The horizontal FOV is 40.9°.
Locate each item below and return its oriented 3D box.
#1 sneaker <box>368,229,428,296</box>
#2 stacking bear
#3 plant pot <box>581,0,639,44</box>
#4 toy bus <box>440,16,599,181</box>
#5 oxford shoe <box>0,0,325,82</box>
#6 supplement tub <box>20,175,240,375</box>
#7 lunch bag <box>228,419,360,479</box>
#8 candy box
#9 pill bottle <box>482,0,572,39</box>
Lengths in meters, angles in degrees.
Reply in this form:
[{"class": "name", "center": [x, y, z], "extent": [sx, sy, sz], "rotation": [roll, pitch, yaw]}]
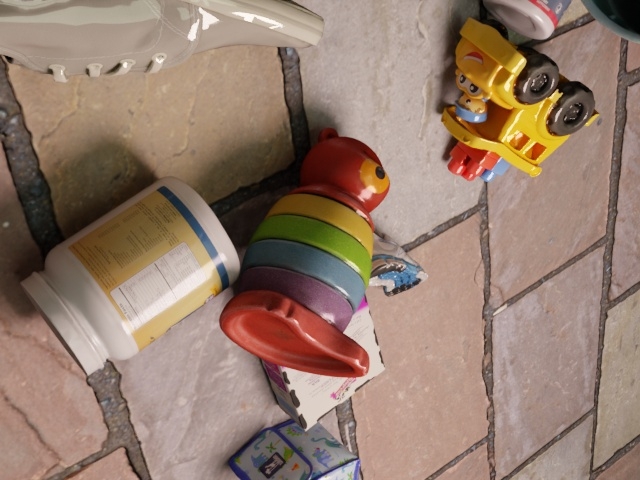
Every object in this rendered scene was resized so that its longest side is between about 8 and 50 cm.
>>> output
[{"class": "sneaker", "center": [0.099, 0.026, 1.242], "extent": [0.071, 0.082, 0.191], "rotation": [-29, 158, 11]}, {"class": "stacking bear", "center": [0.000, 0.000, 1.047], "extent": [0.175, 0.164, 0.288], "rotation": [36, 61, -29]}, {"class": "plant pot", "center": [0.591, -0.391, 1.264], "extent": [0.334, 0.341, 0.341], "rotation": [17, 102, -53]}, {"class": "toy bus", "center": [0.248, -0.179, 1.215], "extent": [0.220, 0.149, 0.211], "rotation": [22, 114, -43]}, {"class": "oxford shoe", "center": [-0.205, -0.208, 0.785], "extent": [0.450, 0.169, 0.130], "rotation": [0, 110, -32]}, {"class": "supplement tub", "center": [-0.204, 0.038, 0.934], "extent": [0.200, 0.144, 0.144], "rotation": [-36, 132, -19]}, {"class": "lunch bag", "center": [-0.039, 0.334, 1.250], "extent": [0.151, 0.129, 0.096], "rotation": [-15, 121, -32]}, {"class": "candy box", "center": [-0.008, 0.132, 1.205], "extent": [0.159, 0.071, 0.233], "rotation": [-33, 130, -22]}, {"class": "pill bottle", "center": [0.311, -0.376, 1.165], "extent": [0.108, 0.108, 0.180], "rotation": [30, 92, -45]}]
